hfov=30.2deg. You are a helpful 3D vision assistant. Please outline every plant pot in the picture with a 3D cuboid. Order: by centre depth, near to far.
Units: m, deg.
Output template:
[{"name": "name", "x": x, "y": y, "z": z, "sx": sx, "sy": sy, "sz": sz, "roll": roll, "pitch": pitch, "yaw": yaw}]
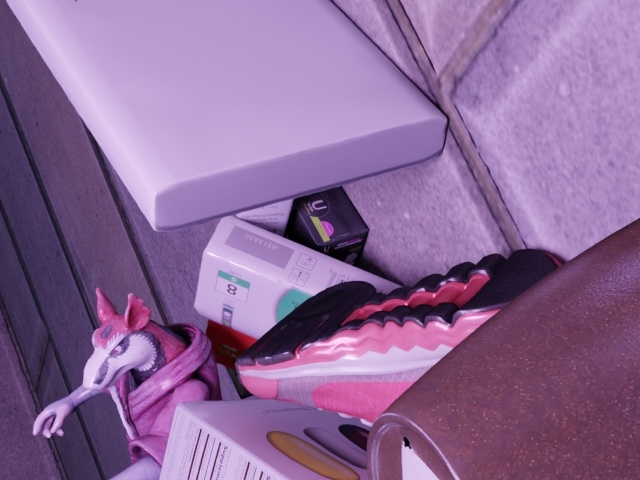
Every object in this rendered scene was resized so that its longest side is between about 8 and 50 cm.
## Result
[{"name": "plant pot", "x": 0.148, "y": 0.099, "z": 0.592, "sx": 0.215, "sy": 0.231, "sz": 0.215, "roll": 45, "pitch": 144, "yaw": 47}]

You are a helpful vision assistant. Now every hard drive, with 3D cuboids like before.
[{"name": "hard drive", "x": -0.093, "y": -0.155, "z": 0.940, "sx": 0.353, "sy": 0.233, "sz": 0.047, "roll": 52, "pitch": 148, "yaw": 39}]

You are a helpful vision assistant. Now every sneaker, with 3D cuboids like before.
[{"name": "sneaker", "x": 0.058, "y": 0.106, "z": 0.867, "sx": 0.314, "sy": 0.116, "sz": 0.136, "roll": -13, "pitch": 108, "yaw": 45}]

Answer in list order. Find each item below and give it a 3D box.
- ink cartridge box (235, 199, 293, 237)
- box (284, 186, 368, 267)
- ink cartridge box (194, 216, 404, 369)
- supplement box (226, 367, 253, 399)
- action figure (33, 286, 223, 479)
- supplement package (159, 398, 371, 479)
[{"name": "ink cartridge box", "x": -0.068, "y": -0.072, "z": 1.098, "sx": 0.232, "sy": 0.066, "sz": 0.189, "roll": 113, "pitch": 154, "yaw": -51}, {"name": "box", "x": 0.000, "y": 0.000, "z": 1.069, "sx": 0.062, "sy": 0.052, "sz": 0.083, "roll": 59, "pitch": 153, "yaw": 29}, {"name": "ink cartridge box", "x": -0.026, "y": 0.093, "z": 1.065, "sx": 0.181, "sy": 0.056, "sz": 0.224, "roll": 22, "pitch": 139, "yaw": 5}, {"name": "supplement box", "x": -0.051, "y": 0.109, "z": 1.215, "sx": 0.056, "sy": 0.083, "sz": 0.083, "roll": 62, "pitch": 155, "yaw": 27}, {"name": "action figure", "x": -0.115, "y": 0.194, "z": 1.098, "sx": 0.248, "sy": 0.276, "sz": 0.370, "roll": -127, "pitch": 23, "yaw": -55}, {"name": "supplement package", "x": 0.001, "y": 0.232, "z": 0.966, "sx": 0.203, "sy": 0.194, "sz": 0.149, "roll": 24, "pitch": 105, "yaw": 45}]
